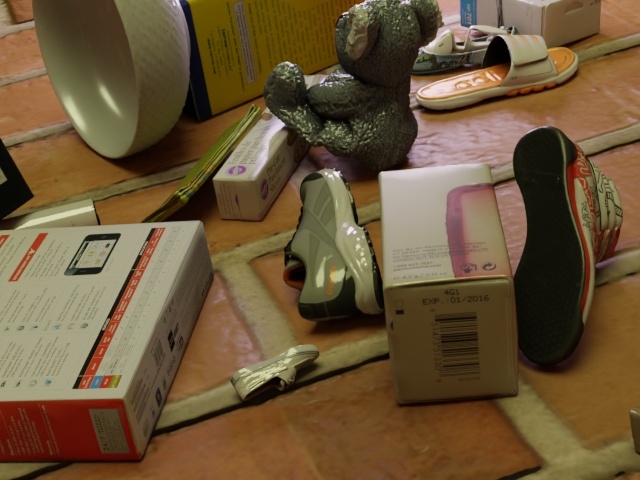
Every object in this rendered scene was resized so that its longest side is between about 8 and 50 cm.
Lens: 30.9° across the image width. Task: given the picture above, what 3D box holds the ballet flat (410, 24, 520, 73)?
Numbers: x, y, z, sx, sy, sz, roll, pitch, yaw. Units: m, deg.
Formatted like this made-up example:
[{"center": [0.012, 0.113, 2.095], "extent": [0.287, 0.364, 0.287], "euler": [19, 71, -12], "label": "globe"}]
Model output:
[{"center": [0.225, -0.307, 1.829], "extent": [0.188, 0.070, 0.070], "euler": [-7, 31, 5], "label": "ballet flat"}]

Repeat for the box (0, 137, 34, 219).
[{"center": [-0.503, -0.081, 1.522], "extent": [0.207, 0.153, 0.108], "euler": [-11, 23, 43], "label": "box"}]

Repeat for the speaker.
[{"center": [-0.357, -0.014, 1.521], "extent": [0.136, 0.055, 0.055], "euler": [-15, 32, -7], "label": "speaker"}]

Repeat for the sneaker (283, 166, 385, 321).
[{"center": [0.000, 0.000, 1.364], "extent": [0.108, 0.100, 0.271], "euler": [-16, 32, -1], "label": "sneaker"}]

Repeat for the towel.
[{"center": [-0.163, -0.102, 1.585], "extent": [0.102, 0.021, 0.237], "euler": [-30, 18, 41], "label": "towel"}]

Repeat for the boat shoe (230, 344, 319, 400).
[{"center": [-0.043, 0.141, 1.212], "extent": [0.100, 0.035, 0.035], "euler": [-19, 60, -21], "label": "boat shoe"}]

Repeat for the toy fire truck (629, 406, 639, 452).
[{"center": [0.386, 0.123, 0.968], "extent": [0.246, 0.217, 0.158], "euler": [-10, 2, 9], "label": "toy fire truck"}]

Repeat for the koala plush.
[{"center": [0.069, -0.232, 1.558], "extent": [0.196, 0.221, 0.203], "euler": [-16, 52, -43], "label": "koala plush"}]

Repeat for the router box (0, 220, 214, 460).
[{"center": [-0.303, 0.102, 1.292], "extent": [0.301, 0.082, 0.335], "euler": [-2, 32, 12], "label": "router box"}]

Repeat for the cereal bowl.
[{"center": [-0.291, -0.300, 1.704], "extent": [0.141, 0.339, 0.339], "euler": [-22, 33, -30], "label": "cereal bowl"}]

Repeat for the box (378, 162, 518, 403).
[{"center": [0.131, 0.039, 1.212], "extent": [0.126, 0.149, 0.232], "euler": [-5, 32, 5], "label": "box"}]

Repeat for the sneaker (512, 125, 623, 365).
[{"center": [0.276, 0.020, 1.257], "extent": [0.090, 0.145, 0.270], "euler": [-17, 59, 35], "label": "sneaker"}]

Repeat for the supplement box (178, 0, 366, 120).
[{"center": [-0.117, -0.368, 1.894], "extent": [0.356, 0.195, 0.194], "euler": [-27, 36, -27], "label": "supplement box"}]

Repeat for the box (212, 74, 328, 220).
[{"center": [-0.060, -0.138, 1.633], "extent": [0.063, 0.067, 0.324], "euler": [2, 32, 20], "label": "box"}]

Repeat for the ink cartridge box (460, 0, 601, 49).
[{"center": [0.341, -0.381, 1.889], "extent": [0.139, 0.082, 0.190], "euler": [-21, 34, -30], "label": "ink cartridge box"}]

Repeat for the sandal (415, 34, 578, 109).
[{"center": [0.267, -0.262, 1.731], "extent": [0.265, 0.076, 0.102], "euler": [-17, 31, -14], "label": "sandal"}]
